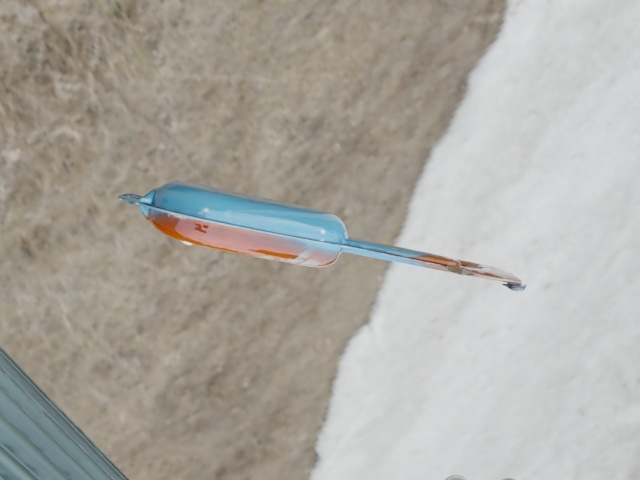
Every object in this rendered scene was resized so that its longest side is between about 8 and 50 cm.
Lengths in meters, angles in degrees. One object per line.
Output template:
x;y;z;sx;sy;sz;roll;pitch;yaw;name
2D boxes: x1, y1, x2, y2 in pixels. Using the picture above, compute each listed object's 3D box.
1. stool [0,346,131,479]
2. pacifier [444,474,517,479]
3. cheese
-0.284;0.262;1.140;0.297;0.297;0.330;-36;124;6;stool
0.154;0.240;1.252;0.099;0.081;0.078;14;136;-32;pacifier
0.000;0.000;0.865;0.106;0.256;0.037;-75;178;-85;cheese
